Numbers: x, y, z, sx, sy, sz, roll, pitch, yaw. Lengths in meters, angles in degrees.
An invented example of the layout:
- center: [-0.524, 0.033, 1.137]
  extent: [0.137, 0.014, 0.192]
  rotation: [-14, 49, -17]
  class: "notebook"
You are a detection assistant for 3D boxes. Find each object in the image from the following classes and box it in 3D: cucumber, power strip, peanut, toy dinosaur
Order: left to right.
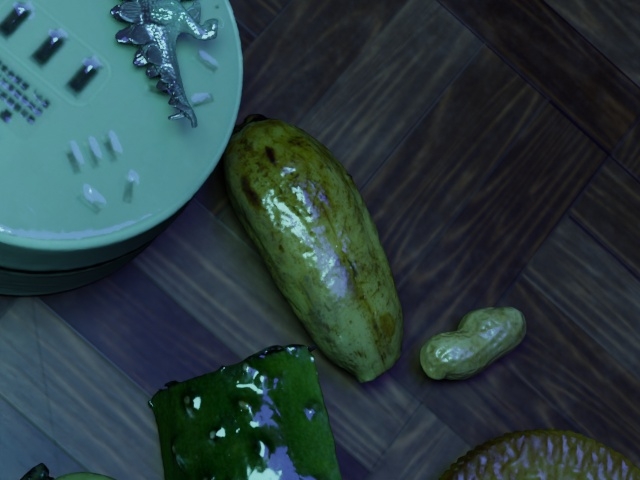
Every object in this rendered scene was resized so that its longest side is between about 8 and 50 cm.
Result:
- center: [-0.235, -0.140, 1.500]
  extent: [0.357, 0.161, 0.357]
  rotation: [6, 71, -18]
  class: "power strip"
- center: [-0.125, -0.175, 1.441]
  extent: [0.082, 0.039, 0.209]
  rotation: [-3, 64, -20]
  class: "toy dinosaur"
- center: [-0.038, 0.253, 1.483]
  extent: [0.145, 0.105, 0.325]
  rotation: [-9, 79, -23]
  class: "cucumber"
- center: [0.139, 0.093, 1.625]
  extent: [0.113, 0.054, 0.054]
  rotation: [-26, 84, -24]
  class: "peanut"

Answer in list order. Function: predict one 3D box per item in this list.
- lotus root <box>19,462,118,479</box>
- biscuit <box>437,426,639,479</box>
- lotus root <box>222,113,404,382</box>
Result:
- center: [-0.141, 0.311, 1.397]
  extent: [0.309, 0.173, 0.173]
  rotation: [46, 64, -4]
  class: "lotus root"
- center: [0.209, 0.315, 1.585]
  extent: [0.305, 0.038, 0.305]
  rotation: [7, 70, -20]
  class: "biscuit"
- center: [0.000, 0.000, 1.580]
  extent: [0.110, 0.097, 0.258]
  rotation: [-30, 89, -28]
  class: "lotus root"
